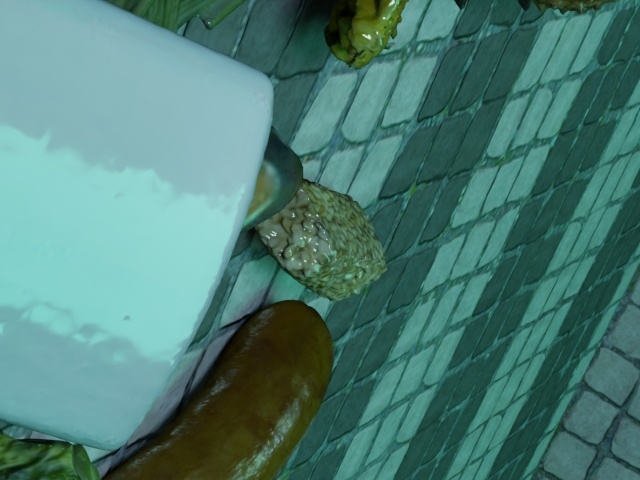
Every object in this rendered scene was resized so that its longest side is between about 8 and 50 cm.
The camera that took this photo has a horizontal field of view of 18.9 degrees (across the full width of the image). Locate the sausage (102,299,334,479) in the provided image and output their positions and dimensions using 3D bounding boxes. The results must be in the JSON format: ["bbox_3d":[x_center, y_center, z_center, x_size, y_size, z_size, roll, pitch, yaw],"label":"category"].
[{"bbox_3d":[-0.075,0.155,1.576,0.270,0.109,0.109,-50,160,-33],"label":"sausage"}]

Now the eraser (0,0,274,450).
[{"bbox_3d":[-0.174,-0.037,0.787,0.290,0.104,0.189,22,88,-36],"label":"eraser"}]

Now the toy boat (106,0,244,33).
[{"bbox_3d":[-0.047,-0.186,1.189,0.293,0.055,0.093,-43,155,-39],"label":"toy boat"}]

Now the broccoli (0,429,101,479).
[{"bbox_3d":[-0.207,0.272,1.261,0.249,0.302,0.375,-32,126,-12],"label":"broccoli"}]

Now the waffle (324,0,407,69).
[{"bbox_3d":[0.074,-0.233,1.356,0.254,0.052,0.245,-62,-179,12],"label":"waffle"}]

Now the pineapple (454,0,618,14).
[{"bbox_3d":[0.179,-0.243,1.598,0.248,0.128,0.128,-18,136,-58],"label":"pineapple"}]

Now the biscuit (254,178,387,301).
[{"bbox_3d":[0.000,0.000,1.570,0.070,0.082,0.168,-36,164,9],"label":"biscuit"}]

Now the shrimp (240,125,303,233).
[{"bbox_3d":[-0.138,-0.015,1.072,0.221,0.110,0.446,-35,178,27],"label":"shrimp"}]
